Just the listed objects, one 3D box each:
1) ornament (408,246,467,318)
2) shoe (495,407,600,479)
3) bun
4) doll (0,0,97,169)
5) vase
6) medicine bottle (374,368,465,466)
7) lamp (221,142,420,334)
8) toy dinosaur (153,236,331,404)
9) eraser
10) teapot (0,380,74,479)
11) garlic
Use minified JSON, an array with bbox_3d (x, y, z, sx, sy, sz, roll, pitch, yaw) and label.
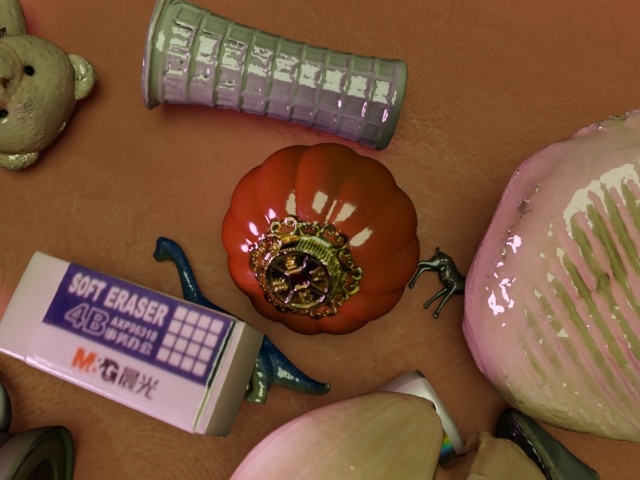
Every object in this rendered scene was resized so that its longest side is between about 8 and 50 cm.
[{"bbox_3d":[0.171,0.035,0.810,0.125,0.028,0.073,-33,83,-6],"label":"ornament"},{"bbox_3d":[0.280,0.275,0.759,0.077,0.074,0.194,-28,80,-29],"label":"shoe"},{"bbox_3d":[0.330,0.039,0.692,0.326,0.234,0.362,32,105,9],"label":"bun"},{"bbox_3d":[-0.417,-0.225,0.753,0.278,0.149,0.175,39,89,-6],"label":"doll"},{"bbox_3d":[-0.051,-0.196,0.789,0.299,0.143,0.143,13,80,-3],"label":"vase"},{"bbox_3d":[0.051,0.253,0.739,0.219,0.078,0.115,-31,96,-8],"label":"medicine bottle"},{"bbox_3d":[0.000,0.000,0.724,0.223,0.196,0.223,6,116,12],"label":"lamp"},{"bbox_3d":[-0.096,0.093,0.756,0.247,0.075,0.188,2,83,20],"label":"toy dinosaur"},{"bbox_3d":[-0.213,0.111,0.715,0.279,0.081,0.124,16,77,17],"label":"eraser"},{"bbox_3d":[-0.449,0.237,0.676,0.337,0.200,0.270,11,53,1],"label":"teapot"},{"bbox_3d":[0.062,0.292,0.616,0.313,0.249,0.286,-43,68,3],"label":"garlic"}]
